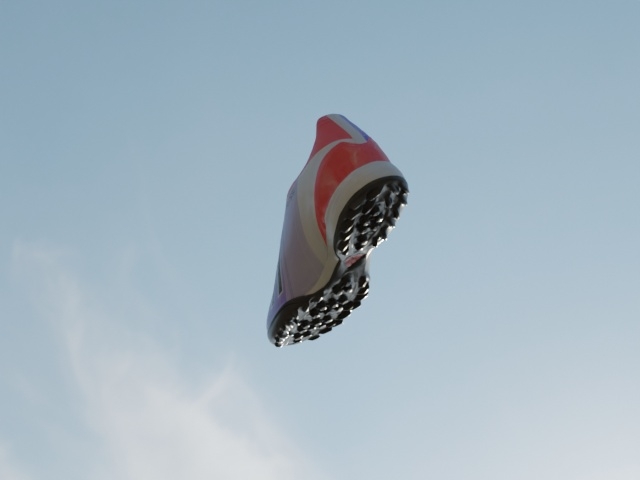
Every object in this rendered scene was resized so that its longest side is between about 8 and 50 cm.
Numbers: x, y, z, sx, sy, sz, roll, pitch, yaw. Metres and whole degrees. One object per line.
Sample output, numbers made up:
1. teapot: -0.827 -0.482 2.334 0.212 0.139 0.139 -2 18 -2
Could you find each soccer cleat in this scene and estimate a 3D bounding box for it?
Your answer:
1. soccer cleat: 0.000 0.000 1.220 0.108 0.116 0.318 -14 -32 -30
